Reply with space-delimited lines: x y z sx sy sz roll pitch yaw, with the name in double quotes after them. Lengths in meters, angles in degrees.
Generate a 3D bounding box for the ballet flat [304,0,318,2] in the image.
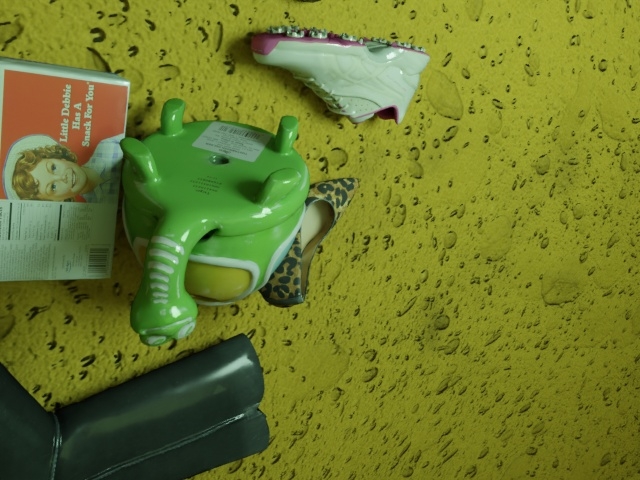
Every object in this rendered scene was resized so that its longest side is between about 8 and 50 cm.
-0.058 -0.394 0.878 0.206 0.067 0.073 17 101 -37 "ballet flat"

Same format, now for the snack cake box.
-0.337 -0.085 0.810 0.152 0.089 0.264 1 108 -32 "snack cake box"

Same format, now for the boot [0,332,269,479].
-0.291 0.229 0.935 0.446 0.146 0.366 -12 124 -26 "boot"

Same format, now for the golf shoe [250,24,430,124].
0.034 -0.246 0.978 0.306 0.115 0.140 -1 114 -32 "golf shoe"

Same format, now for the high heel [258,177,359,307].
0.000 0.000 1.008 0.261 0.186 0.093 -39 126 -14 "high heel"

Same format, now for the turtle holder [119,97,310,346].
-0.131 -0.019 0.837 0.244 0.320 0.227 -3 128 -19 "turtle holder"
